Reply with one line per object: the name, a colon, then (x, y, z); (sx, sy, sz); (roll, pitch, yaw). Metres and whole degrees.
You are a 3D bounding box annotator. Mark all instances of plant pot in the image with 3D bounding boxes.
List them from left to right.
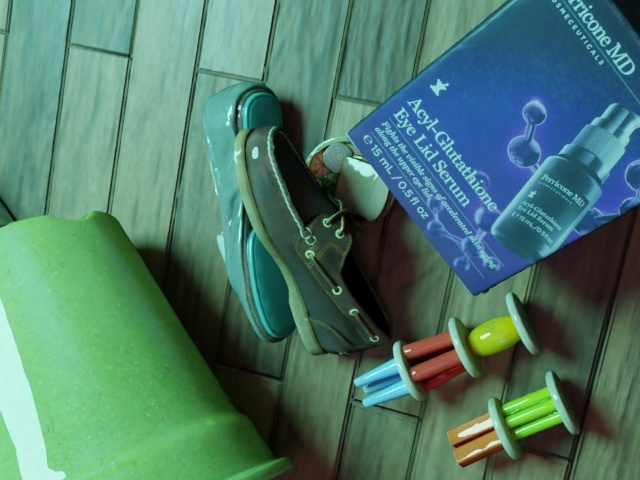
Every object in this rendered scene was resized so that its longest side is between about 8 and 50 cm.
plant pot: (-0.198, 0.125, 0.717); (0.276, 0.276, 0.254); (-30, 78, 18)

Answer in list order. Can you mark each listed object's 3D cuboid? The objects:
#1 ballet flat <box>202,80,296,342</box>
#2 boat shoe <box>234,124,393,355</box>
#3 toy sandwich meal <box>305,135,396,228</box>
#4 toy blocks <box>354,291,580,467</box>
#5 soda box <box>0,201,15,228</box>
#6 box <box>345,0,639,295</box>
ballet flat: (-0.058, -0.023, 0.749); (0.068, 0.072, 0.213); (0, 98, 44)
boat shoe: (0.000, 0.000, 0.703); (0.073, 0.073, 0.207); (-8, 122, 26)
toy sandwich meal: (0.021, -0.045, 0.733); (0.085, 0.029, 0.086); (2, 98, 16)
toy blocks: (0.113, 0.125, 0.718); (0.148, 0.054, 0.123); (-26, 89, 18)
soda box: (-0.424, 0.037, 0.839); (0.286, 0.091, 0.098); (-36, 87, 17)
box: (0.149, -0.084, 0.608); (0.153, 0.108, 0.207); (51, 131, -3)
